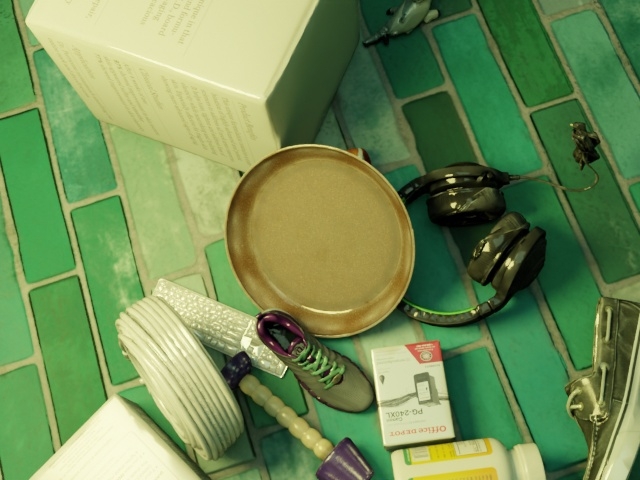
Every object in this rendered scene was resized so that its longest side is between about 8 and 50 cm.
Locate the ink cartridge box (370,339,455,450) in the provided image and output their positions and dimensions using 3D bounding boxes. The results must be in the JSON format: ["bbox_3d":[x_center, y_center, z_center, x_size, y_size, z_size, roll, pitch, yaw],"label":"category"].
[{"bbox_3d":[0.140,0.237,1.322,0.109,0.063,0.150,-8,71,2],"label":"ink cartridge box"}]

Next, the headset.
[{"bbox_3d":[0.256,-0.032,1.338,0.394,0.185,0.243,-34,72,5],"label":"headset"}]

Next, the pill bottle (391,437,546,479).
[{"bbox_3d":[0.213,0.349,1.250,0.209,0.117,0.117,-9,71,2],"label":"pill bottle"}]

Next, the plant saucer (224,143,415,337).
[{"bbox_3d":[0.000,0.000,1.350,0.311,0.050,0.310,5,107,18],"label":"plant saucer"}]

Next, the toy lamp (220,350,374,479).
[{"bbox_3d":[-0.039,0.281,1.316,0.275,0.080,0.080,36,78,16],"label":"toy lamp"}]

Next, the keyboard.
[{"bbox_3d":[-0.163,0.140,1.406,0.256,0.014,0.072,22,75,12],"label":"keyboard"}]

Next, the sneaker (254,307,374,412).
[{"bbox_3d":[-0.016,0.189,1.322,0.224,0.098,0.083,37,88,7],"label":"sneaker"}]

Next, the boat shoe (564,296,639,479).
[{"bbox_3d":[0.420,0.238,1.283,0.119,0.121,0.335,14,62,17],"label":"boat shoe"}]

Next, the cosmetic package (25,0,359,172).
[{"bbox_3d":[-0.177,-0.339,1.401,0.394,0.329,0.327,21,74,10],"label":"cosmetic package"}]

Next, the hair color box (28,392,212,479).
[{"bbox_3d":[-0.227,0.421,1.266,0.374,0.113,0.185,41,79,16],"label":"hair color box"}]

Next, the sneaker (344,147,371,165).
[{"bbox_3d":[0.056,-0.068,1.441,0.068,0.064,0.175,-13,64,21],"label":"sneaker"}]

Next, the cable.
[{"bbox_3d":[-0.204,0.200,1.264,0.089,0.257,0.257,-33,67,-18],"label":"cable"}]

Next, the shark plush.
[{"bbox_3d":[0.145,-0.399,1.556,0.161,0.073,0.067,-48,53,10],"label":"shark plush"}]
